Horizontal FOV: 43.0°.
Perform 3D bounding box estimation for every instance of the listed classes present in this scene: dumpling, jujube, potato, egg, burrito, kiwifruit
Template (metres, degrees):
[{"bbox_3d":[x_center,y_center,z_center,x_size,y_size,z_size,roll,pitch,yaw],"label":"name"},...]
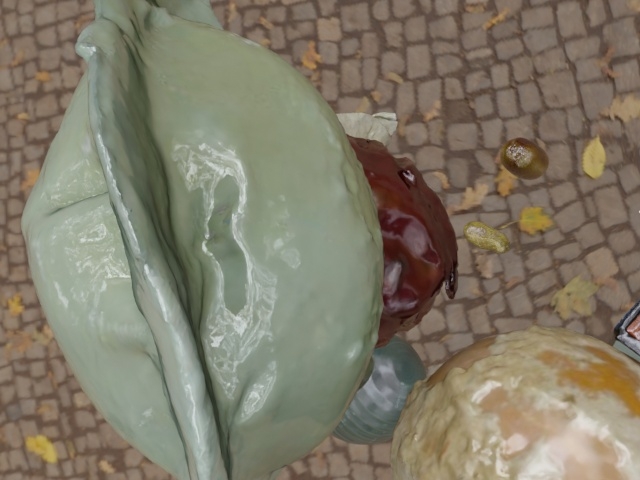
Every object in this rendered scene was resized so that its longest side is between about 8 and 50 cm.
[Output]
[{"bbox_3d":[-0.063,-0.008,0.485,0.321,0.211,0.270,51,143,20],"label":"dumpling"},{"bbox_3d":[0.000,0.000,0.886,0.258,0.376,0.259,2,83,-20],"label":"jujube"},{"bbox_3d":[0.297,-0.005,1.456,0.092,0.046,0.045,21,82,-5],"label":"potato"},{"bbox_3d":[0.149,0.161,0.494,0.233,0.195,0.195,39,106,-7],"label":"egg"},{"bbox_3d":[0.013,-0.193,1.566,0.076,0.392,0.117,45,128,28],"label":"burrito"},{"bbox_3d":[0.378,-0.150,1.506,0.075,0.124,0.075,-5,81,33],"label":"kiwifruit"}]

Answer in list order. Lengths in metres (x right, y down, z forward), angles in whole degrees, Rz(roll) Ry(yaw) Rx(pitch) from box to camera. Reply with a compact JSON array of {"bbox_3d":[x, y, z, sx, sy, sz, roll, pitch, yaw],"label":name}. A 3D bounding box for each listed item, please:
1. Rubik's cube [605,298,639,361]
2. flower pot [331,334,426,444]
[{"bbox_3d":[0.483,0.130,1.030,0.180,0.167,0.183,39,82,22],"label":"Rubik's cube"},{"bbox_3d":[0.086,0.262,1.436,0.243,0.157,0.189,-44,35,52],"label":"flower pot"}]
